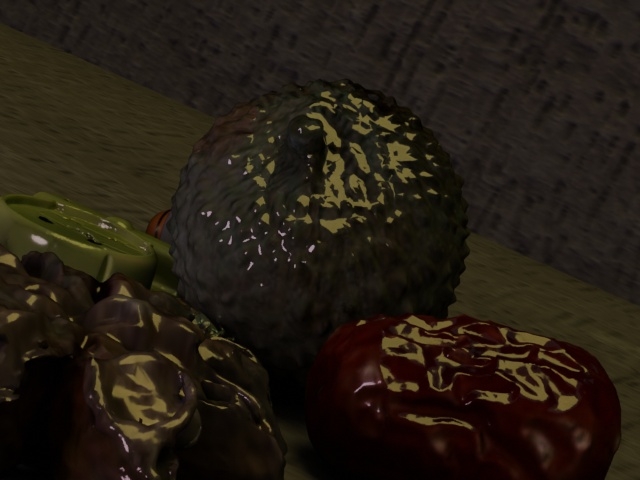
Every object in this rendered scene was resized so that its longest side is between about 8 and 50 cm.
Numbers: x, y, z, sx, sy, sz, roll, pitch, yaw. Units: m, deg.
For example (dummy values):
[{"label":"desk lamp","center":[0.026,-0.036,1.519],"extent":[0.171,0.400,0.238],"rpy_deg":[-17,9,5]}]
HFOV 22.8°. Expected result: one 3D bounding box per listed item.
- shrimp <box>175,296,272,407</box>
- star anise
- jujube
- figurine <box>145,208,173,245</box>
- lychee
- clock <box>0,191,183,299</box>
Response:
[{"label":"shrimp","center":[-0.091,0.103,1.191],"extent":[0.082,0.076,0.174],"rpy_deg":[-26,35,-19]},{"label":"star anise","center":[-0.150,0.077,0.953],"extent":[0.331,0.118,0.332],"rpy_deg":[27,9,-5]},{"label":"jujube","center":[0.105,0.132,1.171],"extent":[0.230,0.155,0.155],"rpy_deg":[14,10,-10]},{"label":"figurine","center":[-0.066,0.003,1.598],"extent":[0.176,0.133,0.236],"rpy_deg":[14,10,24]},{"label":"lychee","center":[0.000,0.000,1.330],"extent":[0.255,0.255,0.274],"rpy_deg":[26,-27,24]},{"label":"clock","center":[-0.214,0.017,1.317],"extent":[0.170,0.069,0.232],"rpy_deg":[24,9,13]}]
